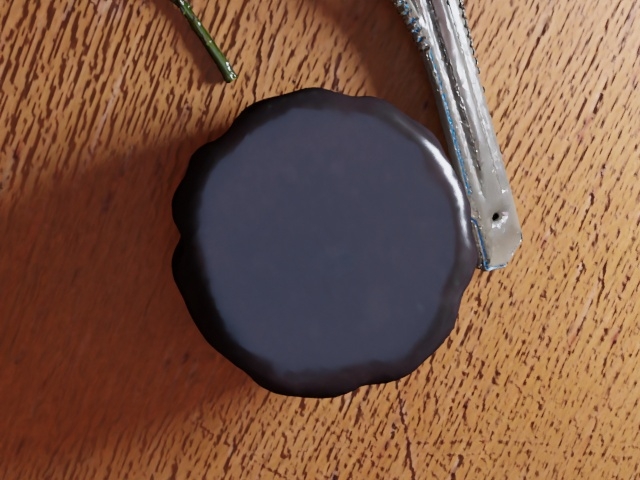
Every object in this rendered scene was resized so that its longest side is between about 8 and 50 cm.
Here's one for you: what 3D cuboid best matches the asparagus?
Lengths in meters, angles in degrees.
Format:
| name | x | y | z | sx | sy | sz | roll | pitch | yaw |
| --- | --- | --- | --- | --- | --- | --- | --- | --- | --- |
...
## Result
| name | x | y | z | sx | sy | sz | roll | pitch | yaw |
| --- | --- | --- | --- | --- | --- | --- | --- | --- | --- |
| asparagus | -0.112 | -0.194 | 1.062 | 0.014 | 0.015 | 0.114 | -30 | 108 | 16 |

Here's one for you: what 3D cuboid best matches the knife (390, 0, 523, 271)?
| name | x | y | z | sx | sy | sz | roll | pitch | yaw |
| --- | --- | --- | --- | --- | --- | --- | --- | --- | --- |
| knife | 0.124 | -0.136 | 1.108 | 0.089 | 0.043 | 0.365 | -26 | 110 | -20 |

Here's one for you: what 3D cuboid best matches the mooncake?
| name | x | y | z | sx | sy | sz | roll | pitch | yaw |
| --- | --- | --- | --- | --- | --- | --- | --- | --- | --- |
| mooncake | 0.000 | 0.000 | 1.067 | 0.283 | 0.141 | 0.283 | -1 | 94 | -10 |
